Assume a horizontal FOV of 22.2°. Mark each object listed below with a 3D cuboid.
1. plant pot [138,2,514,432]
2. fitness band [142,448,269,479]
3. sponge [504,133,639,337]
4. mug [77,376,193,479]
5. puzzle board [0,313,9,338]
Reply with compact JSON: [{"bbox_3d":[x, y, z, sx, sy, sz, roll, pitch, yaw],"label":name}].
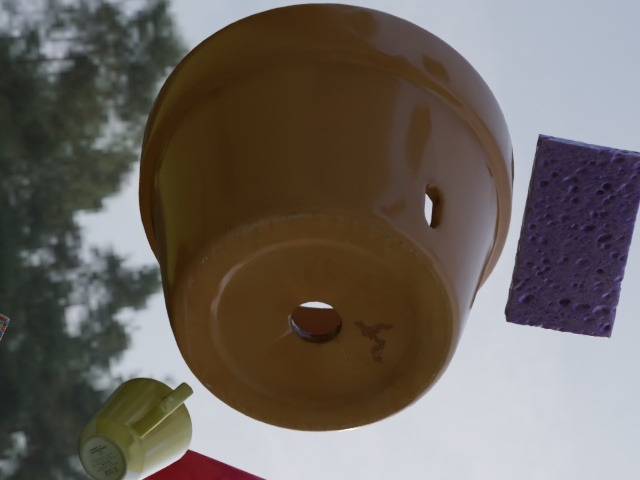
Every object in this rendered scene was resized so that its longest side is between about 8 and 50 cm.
[{"bbox_3d":[0.000,0.000,1.193,0.203,0.291,0.291,-85,-172,-55],"label":"plant pot"},{"bbox_3d":[-0.083,0.247,1.558,0.209,0.291,0.054,17,-102,21],"label":"fitness band"},{"bbox_3d":[0.270,-0.003,1.735,0.031,0.117,0.210,-80,179,-71],"label":"sponge"},{"bbox_3d":[-0.123,0.122,1.049,0.062,0.064,0.078,21,-66,16],"label":"mug"},{"bbox_3d":[-0.383,0.091,1.606,0.096,0.128,0.011,-62,-171,22],"label":"puzzle board"}]
